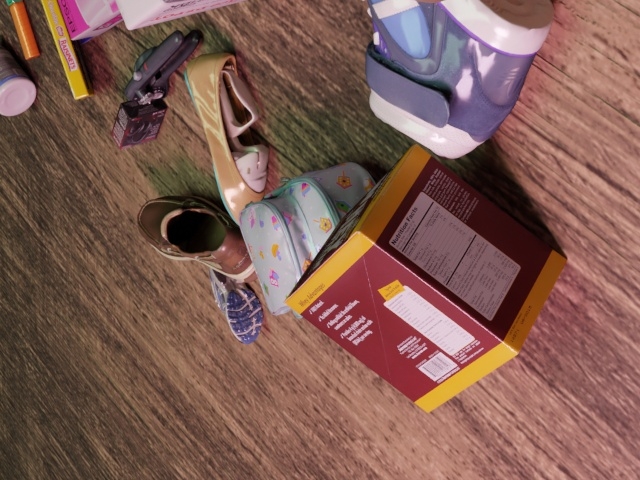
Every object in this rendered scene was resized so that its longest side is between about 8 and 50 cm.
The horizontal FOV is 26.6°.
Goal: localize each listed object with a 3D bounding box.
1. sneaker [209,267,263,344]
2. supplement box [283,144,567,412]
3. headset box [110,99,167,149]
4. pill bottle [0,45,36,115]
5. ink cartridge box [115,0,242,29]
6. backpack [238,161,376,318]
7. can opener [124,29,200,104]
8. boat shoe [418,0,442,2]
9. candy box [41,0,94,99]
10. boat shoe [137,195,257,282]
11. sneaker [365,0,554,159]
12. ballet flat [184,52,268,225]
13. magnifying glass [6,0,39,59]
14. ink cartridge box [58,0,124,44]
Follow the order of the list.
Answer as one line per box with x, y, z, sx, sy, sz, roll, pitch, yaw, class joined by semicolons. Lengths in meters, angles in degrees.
-0.120;0.082;1.893;0.058;0.052;0.135;134;119;-66;sneaker
0.102;0.043;1.374;0.194;0.129;0.191;38;146;-4;supplement box
-0.261;-0.167;1.939;0.032;0.062;0.083;56;145;21;headset box
-0.544;-0.280;2.290;0.137;0.078;0.078;48;143;30;pill bottle
-0.095;-0.335;1.461;0.273;0.197;0.114;-16;95;59;ink cartridge box
0.000;0.000;1.568;0.188;0.144;0.166;-25;81;55;backpack
-0.219;-0.239;1.837;0.186;0.059;0.073;-30;81;58;can opener
0.089;-0.356;1.210;0.104;0.110;0.307;120;143;-49;boat shoe
-0.386;-0.313;2.036;0.105;0.027;0.206;-138;30;-81;candy box
-0.178;-0.020;1.847;0.257;0.095;0.095;16;80;45;boat shoe
0.070;-0.228;1.336;0.323;0.130;0.236;50;140;19;sneaker
-0.107;-0.128;1.723;0.073;0.080;0.232;-16;98;29;ballet flat
-0.504;-0.408;2.205;0.092;0.026;0.231;-10;100;58;magnifying glass
-0.315;-0.392;1.897;0.371;0.069;0.176;-11;99;60;ink cartridge box
